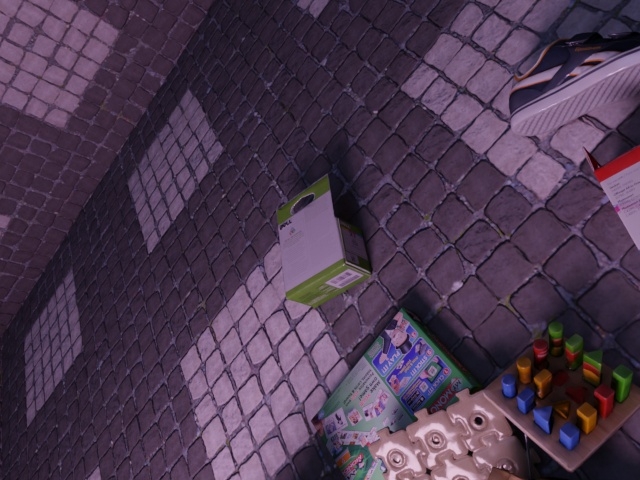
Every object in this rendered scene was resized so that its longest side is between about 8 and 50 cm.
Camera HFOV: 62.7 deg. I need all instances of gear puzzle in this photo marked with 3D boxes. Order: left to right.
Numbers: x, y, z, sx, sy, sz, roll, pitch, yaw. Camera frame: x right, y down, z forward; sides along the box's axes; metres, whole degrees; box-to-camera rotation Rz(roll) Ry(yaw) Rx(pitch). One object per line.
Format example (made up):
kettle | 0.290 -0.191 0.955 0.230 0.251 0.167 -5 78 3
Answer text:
gear puzzle | 0.251 0.331 0.852 0.339 0.044 0.175 -34 76 21

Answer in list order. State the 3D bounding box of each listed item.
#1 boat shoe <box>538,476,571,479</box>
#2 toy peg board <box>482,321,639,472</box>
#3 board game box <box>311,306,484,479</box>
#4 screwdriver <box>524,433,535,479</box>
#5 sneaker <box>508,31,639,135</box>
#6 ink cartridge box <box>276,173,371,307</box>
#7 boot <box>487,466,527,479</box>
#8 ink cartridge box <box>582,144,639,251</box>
boat shoe | 0.398 0.375 0.692 0.224 0.080 0.073 -4 76 50
toy peg board | 0.347 0.207 0.756 0.161 0.079 0.161 -35 42 -13
board game box | 0.132 0.316 1.004 0.317 0.046 0.213 -54 45 14
screwdriver | 0.316 0.344 0.788 0.024 0.025 0.169 -7 84 22
sneaker | 0.463 -0.292 0.874 0.321 0.126 0.127 -17 67 42
ink cartridge box | 0.000 0.000 1.238 0.189 0.097 0.255 -33 51 32
boot | 0.204 0.449 0.732 0.236 0.089 0.269 11 66 50
ink cartridge box | 0.475 -0.044 0.747 0.078 0.134 0.230 -34 52 32
